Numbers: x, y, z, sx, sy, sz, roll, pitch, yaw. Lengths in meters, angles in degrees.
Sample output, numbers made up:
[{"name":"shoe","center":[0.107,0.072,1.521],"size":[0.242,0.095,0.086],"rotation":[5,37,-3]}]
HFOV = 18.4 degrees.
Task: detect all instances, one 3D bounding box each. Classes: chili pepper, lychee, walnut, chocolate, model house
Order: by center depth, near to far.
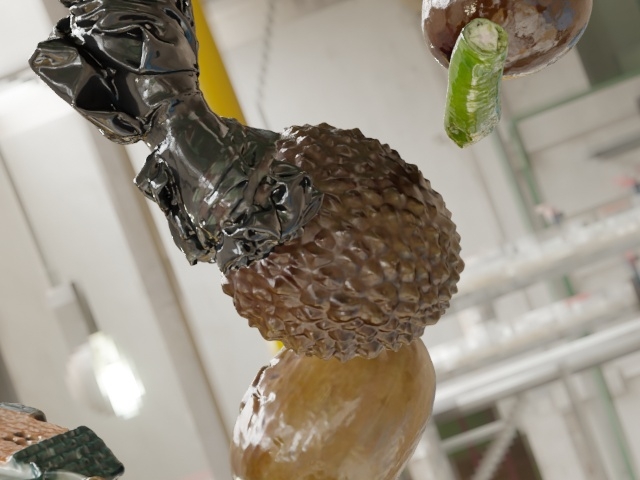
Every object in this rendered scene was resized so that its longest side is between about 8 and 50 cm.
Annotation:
[{"name":"chili pepper","center":[0.123,-0.115,1.584],"size":[0.202,0.052,0.050],"rotation":[86,158,-71]},{"name":"lychee","center":[0.000,0.000,1.621],"size":[0.200,0.238,0.200],"rotation":[-163,90,-89]},{"name":"chocolate","center":[0.176,-0.227,1.902],"size":[0.177,0.176,0.177],"rotation":[-21,-90,-80]},{"name":"model house","center":[-0.315,0.303,2.073],"size":[0.271,0.301,0.190],"rotation":[-19,-71,-53]},{"name":"walnut","center":[0.006,0.207,2.202],"size":[0.203,0.298,0.203],"rotation":[33,168,8]}]

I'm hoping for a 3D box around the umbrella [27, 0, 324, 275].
[{"name":"umbrella","center":[-0.115,-0.098,1.440],"size":[0.272,0.122,0.110],"rotation":[56,-177,1]}]
